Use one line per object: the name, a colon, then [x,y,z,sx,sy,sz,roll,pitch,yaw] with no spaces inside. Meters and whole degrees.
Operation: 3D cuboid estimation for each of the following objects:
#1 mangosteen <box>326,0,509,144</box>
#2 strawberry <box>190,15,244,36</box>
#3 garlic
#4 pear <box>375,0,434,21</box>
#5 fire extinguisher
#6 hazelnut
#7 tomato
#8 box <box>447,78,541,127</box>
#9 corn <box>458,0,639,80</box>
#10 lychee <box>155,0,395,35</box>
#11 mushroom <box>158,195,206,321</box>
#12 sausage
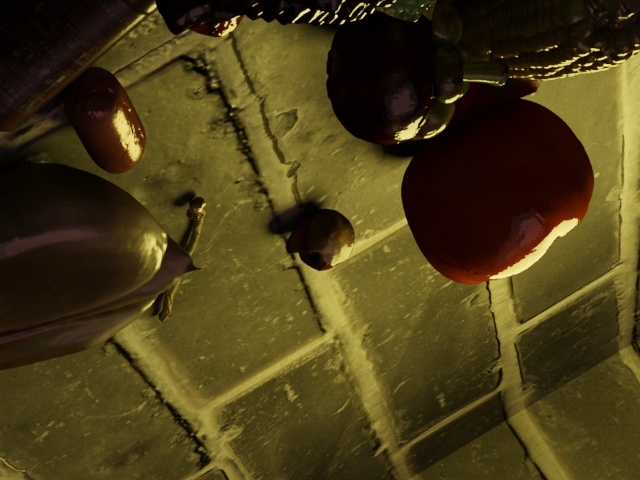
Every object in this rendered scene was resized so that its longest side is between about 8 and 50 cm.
mangosteen: [0.093,-0.171,2.009,0.146,0.181,0.156,-51,149,-49]
strawberry: [-0.082,-0.268,1.721,0.121,0.082,0.188,-41,158,-40]
garlic: [-0.294,0.027,1.980,0.325,0.132,0.279,-25,158,-13]
pear: [0.080,-0.352,1.681,0.239,0.139,0.288,14,136,-42]
fire extinguisher: [-0.247,-0.176,1.663,0.269,0.104,0.105,-38,158,15]
hazelnut: [0.000,0.000,2.409,0.086,0.086,0.086,-27,158,-12]
tomato: [0.206,-0.064,2.360,0.260,0.180,0.260,-39,-163,15]
box: [0.186,-0.194,2.269,0.175,0.048,0.112,-22,156,-22]
corn: [0.242,-0.232,2.022,0.130,0.130,0.347,-25,-172,-17]
lychee: [-0.033,-0.296,1.415,0.306,0.306,0.330,-1,121,-53]
mushroom: [-0.164,0.025,2.310,0.028,0.026,0.286,-7,153,-17]
sausage: [-0.209,-0.116,1.878,0.062,0.062,0.154,-30,159,-5]
